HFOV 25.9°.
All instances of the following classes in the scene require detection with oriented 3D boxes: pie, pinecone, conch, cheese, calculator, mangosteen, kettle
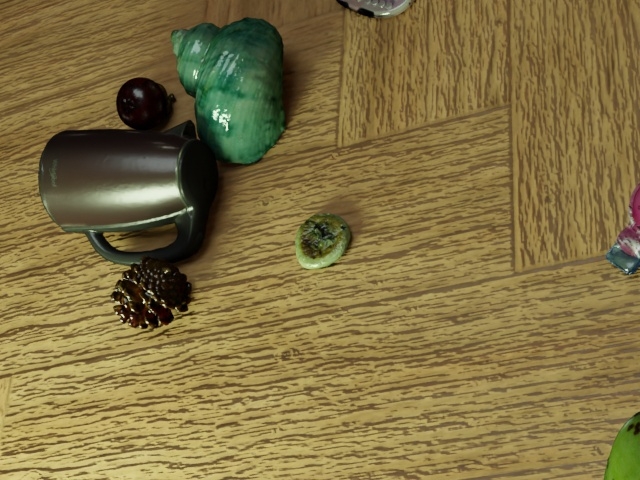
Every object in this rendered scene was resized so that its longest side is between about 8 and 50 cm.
[{"bbox_3d":[0.001,-0.001,1.803,0.084,0.021,0.084,-15,55,23],"label":"pie"},{"bbox_3d":[-0.230,0.069,1.855,0.109,0.102,0.102,-12,55,37],"label":"pinecone"},{"bbox_3d":[-0.132,-0.231,1.958,0.196,0.134,0.202,-47,49,-5],"label":"conch"},{"bbox_3d":[0.382,-0.027,1.576,0.145,0.038,0.095,-51,47,1],"label":"cheese"},{"bbox_3d":[0.074,-0.370,1.997,0.166,0.024,0.103,33,82,39],"label":"calculator"},{"bbox_3d":[-0.264,-0.203,2.064,0.081,0.081,0.081,-16,54,23],"label":"mangosteen"},{"bbox_3d":[-0.261,-0.065,1.935,0.232,0.144,0.202,0,80,28],"label":"kettle"}]

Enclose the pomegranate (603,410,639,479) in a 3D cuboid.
[{"bbox_3d":[0.365,0.217,1.354,0.182,0.181,0.224,-15,33,23],"label":"pomegranate"}]
